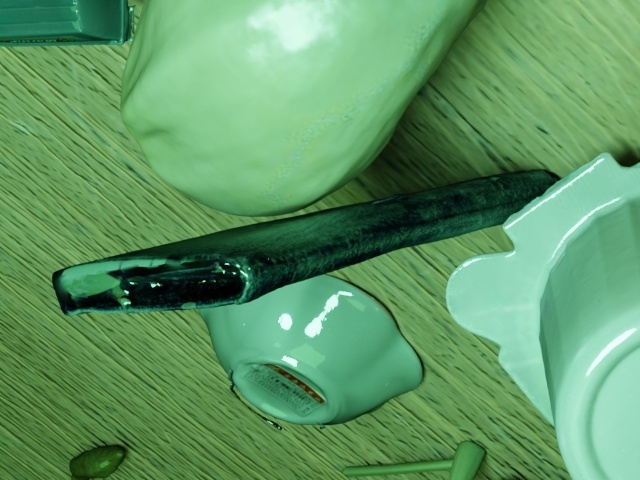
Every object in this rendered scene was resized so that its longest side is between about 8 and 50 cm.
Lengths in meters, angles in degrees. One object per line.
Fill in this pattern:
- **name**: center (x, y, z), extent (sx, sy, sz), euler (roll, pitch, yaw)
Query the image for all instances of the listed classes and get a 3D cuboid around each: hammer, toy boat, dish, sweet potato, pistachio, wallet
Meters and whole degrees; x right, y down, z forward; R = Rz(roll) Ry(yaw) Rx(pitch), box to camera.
- **hammer**: center (0.085, 0.239, 1.782), extent (0.028, 0.060, 0.195), euler (44, 146, -25)
- **toy boat**: center (-0.270, -0.205, 1.344), extent (0.296, 0.114, 0.122), euler (4, -176, 28)
- **dish**: center (-0.023, 0.117, 1.660), extent (0.229, 0.081, 0.229), euler (17, 145, 13)
- **sweet potato**: center (-0.266, 0.262, 2.053), extent (0.041, 0.038, 0.153), euler (53, 145, 0)
- **pistachio**: center (-0.013, -0.137, 1.214), extent (0.226, 0.208, 0.332), euler (-6, 159, -36)
- **wallet**: center (0.000, 0.000, 1.287), extent (0.190, 0.379, 0.046), euler (-10, 93, 41)

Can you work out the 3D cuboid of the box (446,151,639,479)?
- **box**: center (0.230, 0.079, 1.225), extent (0.291, 0.206, 0.262), euler (11, 109, 2)
